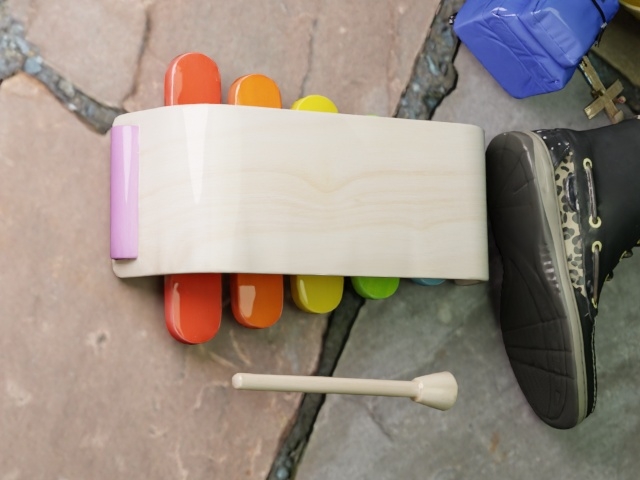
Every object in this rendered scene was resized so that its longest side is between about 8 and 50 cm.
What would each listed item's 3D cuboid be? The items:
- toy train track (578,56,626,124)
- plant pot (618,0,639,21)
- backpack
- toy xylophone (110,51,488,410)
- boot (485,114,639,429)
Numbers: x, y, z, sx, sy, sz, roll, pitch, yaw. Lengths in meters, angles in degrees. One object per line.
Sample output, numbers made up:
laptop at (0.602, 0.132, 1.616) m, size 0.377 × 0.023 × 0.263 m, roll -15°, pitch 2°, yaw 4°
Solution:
toy train track at (0.227, -0.132, 1.567) m, size 0.048 × 0.014 × 0.083 m, roll -41°, pitch 106°, yaw -29°
plant pot at (0.309, -0.217, 1.573) m, size 0.095 × 0.134 × 0.134 m, roll 45°, pitch 61°, yaw -47°
backpack at (0.182, -0.183, 1.493) m, size 0.098 × 0.101 × 0.120 m, roll 49°, pitch 57°, yaw -26°
toy xylophone at (0.000, 0.000, 1.366) m, size 0.323 × 0.081 × 0.236 m, roll 12°, pitch 79°, yaw -31°
boot at (0.227, 0.015, 1.499) m, size 0.179 × 0.085 × 0.236 m, roll -16°, pitch 100°, yaw -32°
